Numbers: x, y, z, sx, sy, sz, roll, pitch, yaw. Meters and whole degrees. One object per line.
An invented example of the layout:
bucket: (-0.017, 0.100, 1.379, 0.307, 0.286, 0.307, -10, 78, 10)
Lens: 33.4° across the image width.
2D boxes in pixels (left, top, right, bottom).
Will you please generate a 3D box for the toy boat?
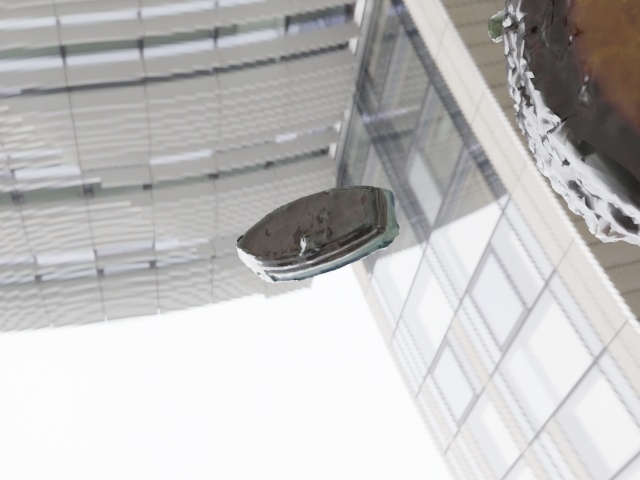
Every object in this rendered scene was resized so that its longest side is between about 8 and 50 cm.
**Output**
toy boat: (0.000, 0.000, 0.773, 0.140, 0.066, 0.059, -18, -120, 33)

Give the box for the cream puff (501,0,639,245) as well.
cream puff: (0.200, -0.089, 0.460, 0.239, 0.165, 0.239, -5, -106, 19)

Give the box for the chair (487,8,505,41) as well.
chair: (0.315, -0.237, 0.900, 0.203, 0.274, 0.190, 35, -112, -15)
